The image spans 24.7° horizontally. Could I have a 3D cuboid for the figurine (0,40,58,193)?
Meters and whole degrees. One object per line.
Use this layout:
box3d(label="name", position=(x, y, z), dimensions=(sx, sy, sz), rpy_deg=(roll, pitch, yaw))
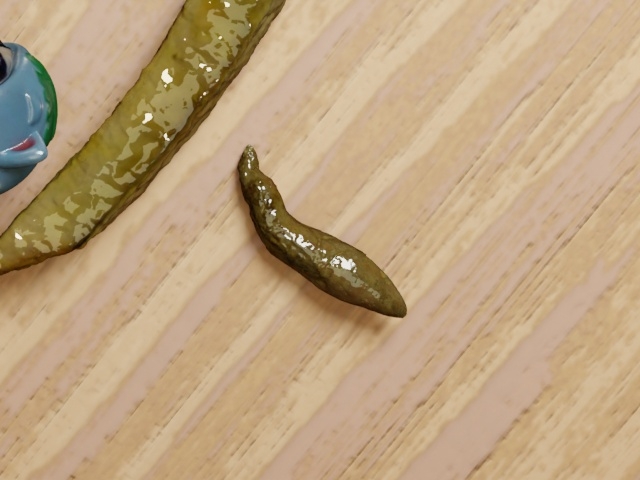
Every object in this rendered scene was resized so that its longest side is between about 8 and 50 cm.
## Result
box3d(label="figurine", position=(-0.248, -0.081, 0.849), dimensions=(0.178, 0.114, 0.144), rpy_deg=(-19, 107, 4))

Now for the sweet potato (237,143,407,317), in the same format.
box3d(label="sweet potato", position=(-0.005, 0.004, 0.951), dimensions=(0.153, 0.038, 0.041), rpy_deg=(43, 72, -10))

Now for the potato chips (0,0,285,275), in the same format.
box3d(label="potato chips", position=(-0.074, -0.132, 0.887), dimensions=(0.080, 0.057, 0.407), rpy_deg=(31, 97, -11))
